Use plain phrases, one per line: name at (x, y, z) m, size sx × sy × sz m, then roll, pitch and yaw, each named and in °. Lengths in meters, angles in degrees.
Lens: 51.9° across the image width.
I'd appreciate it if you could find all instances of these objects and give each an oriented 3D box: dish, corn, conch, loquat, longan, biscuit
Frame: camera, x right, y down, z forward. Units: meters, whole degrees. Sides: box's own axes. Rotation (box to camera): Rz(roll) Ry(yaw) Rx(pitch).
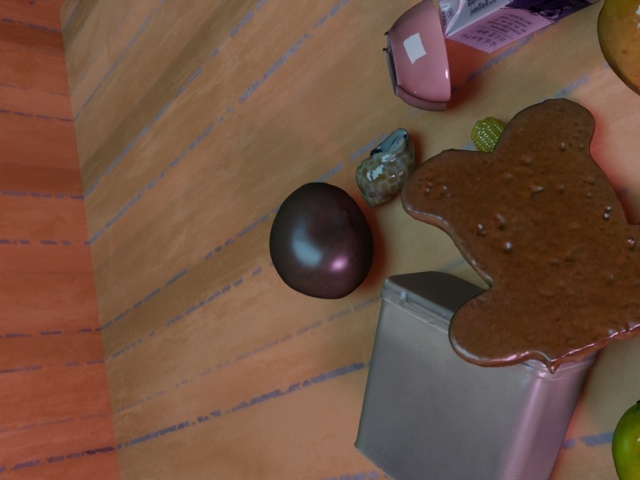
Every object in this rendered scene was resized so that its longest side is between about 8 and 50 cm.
dish at (0.169, -0.331, 1.202) m, size 0.091 × 0.213 × 0.213 m, roll -12°, pitch 76°, yaw 3°
corn at (0.329, -0.138, 1.118) m, size 0.206 × 0.067 × 0.067 m, roll 55°, pitch 128°, yaw 31°
conch at (0.134, -0.141, 1.319) m, size 0.173 × 0.106 × 0.116 m, roll -55°, pitch 28°, yaw 9°
loquat at (0.472, -0.289, 0.863) m, size 0.208 × 0.208 × 0.208 m, roll -2°, pitch 87°, yaw 49°
longan at (0.000, 0.000, 1.378) m, size 0.246 × 0.215 × 0.245 m, roll 16°, pitch 118°, yaw 32°
biscuit at (0.315, -0.003, 0.984) m, size 0.368 × 0.076 × 0.394 m, roll -28°, pitch 59°, yaw 3°

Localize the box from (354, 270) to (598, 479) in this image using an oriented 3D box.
box at (0.239, 0.271, 1.129) m, size 0.352 × 0.177 × 0.343 m, roll 26°, pitch 110°, yaw 45°

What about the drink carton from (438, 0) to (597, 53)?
drink carton at (0.319, -0.405, 1.085) m, size 0.222 × 0.134 × 0.101 m, roll -18°, pitch 78°, yaw 48°

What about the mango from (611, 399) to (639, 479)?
mango at (0.513, 0.300, 0.833) m, size 0.273 × 0.149 × 0.185 m, roll 24°, pitch 100°, yaw 41°
